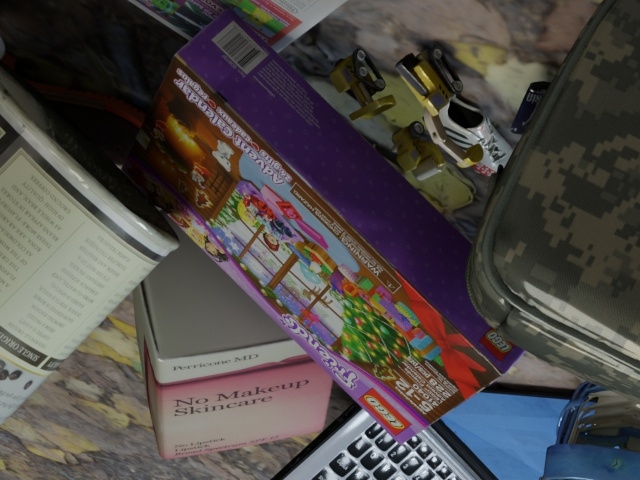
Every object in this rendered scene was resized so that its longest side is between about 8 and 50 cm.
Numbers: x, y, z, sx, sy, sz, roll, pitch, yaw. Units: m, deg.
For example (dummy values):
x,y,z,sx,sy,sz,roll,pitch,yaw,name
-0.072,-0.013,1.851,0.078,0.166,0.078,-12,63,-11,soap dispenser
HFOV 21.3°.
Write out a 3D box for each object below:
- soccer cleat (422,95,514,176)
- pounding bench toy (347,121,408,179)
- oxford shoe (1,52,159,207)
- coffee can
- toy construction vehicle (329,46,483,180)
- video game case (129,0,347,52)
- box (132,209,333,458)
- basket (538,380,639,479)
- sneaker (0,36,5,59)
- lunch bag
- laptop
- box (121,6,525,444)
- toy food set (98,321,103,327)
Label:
x,y,z,sx,sy,sz,roll,pitch,yaw,name
0.104,-0.069,1.126,0.083,0.029,0.035,39,156,-17,soccer cleat
0.011,-0.041,1.234,0.065,0.052,0.083,34,154,-17,pounding bench toy
-0.212,-0.067,1.331,0.271,0.098,0.097,22,154,6,oxford shoe
-0.263,0.031,1.182,0.201,0.275,0.201,45,-178,-2,coffee can
0.054,-0.082,1.102,0.086,0.035,0.098,-20,106,49,toy construction vehicle
-0.087,-0.192,1.070,0.201,0.023,0.183,32,154,-17,video game case
-0.071,0.073,1.379,0.148,0.127,0.232,-9,156,-8,box
0.286,0.201,1.262,0.254,0.201,0.289,9,161,6,basket
-0.330,-0.174,1.238,0.234,0.094,0.153,6,142,15,sneaker
0.235,0.012,0.954,0.305,0.213,0.256,25,172,7,lunch bag
0.164,0.320,1.594,0.382,0.408,0.236,48,180,-39,laptop
0.000,0.000,1.167,0.293,0.057,0.201,44,155,2,box
-0.298,0.016,1.622,0.217,0.071,0.128,19,178,18,toy food set
